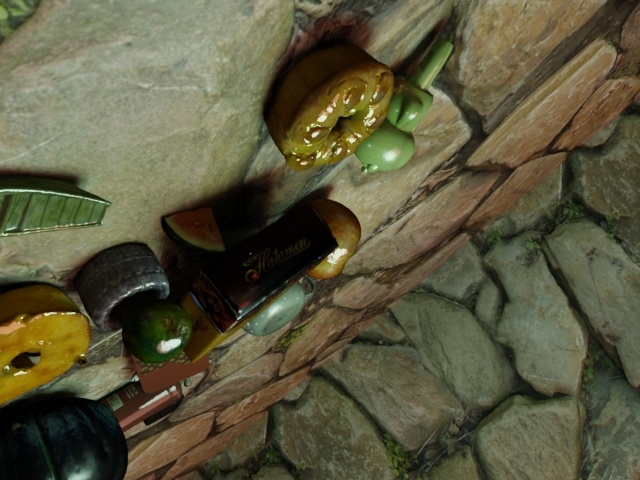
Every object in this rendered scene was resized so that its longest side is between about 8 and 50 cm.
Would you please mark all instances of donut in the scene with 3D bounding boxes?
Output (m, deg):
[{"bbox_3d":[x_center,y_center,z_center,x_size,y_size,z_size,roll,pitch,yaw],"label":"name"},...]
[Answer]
[{"bbox_3d":[0.017,-0.218,0.961,0.227,0.114,0.226,-33,160,-14],"label":"donut"},{"bbox_3d":[-0.499,0.177,0.950,0.253,0.118,0.253,-32,162,-12],"label":"donut"}]

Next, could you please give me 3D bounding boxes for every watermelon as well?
[{"bbox_3d":[-0.228,-0.020,1.076,0.135,0.125,0.094,-176,-72,-78],"label":"watermelon"}]

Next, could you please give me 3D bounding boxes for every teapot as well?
[{"bbox_3d":[-0.138,0.161,1.531,0.294,0.129,0.193,-27,158,-33],"label":"teapot"}]

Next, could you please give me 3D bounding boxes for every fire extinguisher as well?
[{"bbox_3d":[-0.469,0.404,1.550,0.337,0.106,0.147,-30,136,-25],"label":"fire extinguisher"}]

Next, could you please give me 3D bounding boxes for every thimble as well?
[{"bbox_3d":[-0.349,0.085,1.029,0.150,0.097,0.150,-32,159,-14],"label":"thimble"}]

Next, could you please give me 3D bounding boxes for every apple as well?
[{"bbox_3d":[0.000,0.000,1.333,0.160,0.173,0.195,-23,152,-41],"label":"apple"}]

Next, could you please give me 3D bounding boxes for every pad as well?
[{"bbox_3d":[-0.364,0.282,1.417,0.181,0.004,0.267,-21,142,-21],"label":"pad"}]

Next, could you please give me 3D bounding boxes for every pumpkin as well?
[{"bbox_3d":[-0.614,0.516,1.276,0.363,0.266,0.363,-33,159,-15],"label":"pumpkin"}]

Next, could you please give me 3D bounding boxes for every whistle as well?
[{"bbox_3d":[0.143,-0.259,1.124,0.141,0.141,0.294,-14,131,-49],"label":"whistle"}]

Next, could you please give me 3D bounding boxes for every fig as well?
[{"bbox_3d":[-0.301,0.174,1.026,0.117,0.117,0.177,-17,160,-45],"label":"fig"}]

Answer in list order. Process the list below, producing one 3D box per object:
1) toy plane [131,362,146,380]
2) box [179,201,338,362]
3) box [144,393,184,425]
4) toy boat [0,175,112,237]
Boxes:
[{"bbox_3d":[-0.383,0.267,1.438,0.226,0.058,0.226,-34,161,-2],"label":"toy plane"},{"bbox_3d":[-0.156,0.100,1.194,0.264,0.115,0.415,-34,175,-33],"label":"box"},{"bbox_3d":[-0.516,0.554,1.901,0.126,0.027,0.125,-23,158,-39],"label":"box"},{"bbox_3d":[-0.408,-0.036,0.720,0.293,0.055,0.093,-11,147,-51],"label":"toy boat"}]
